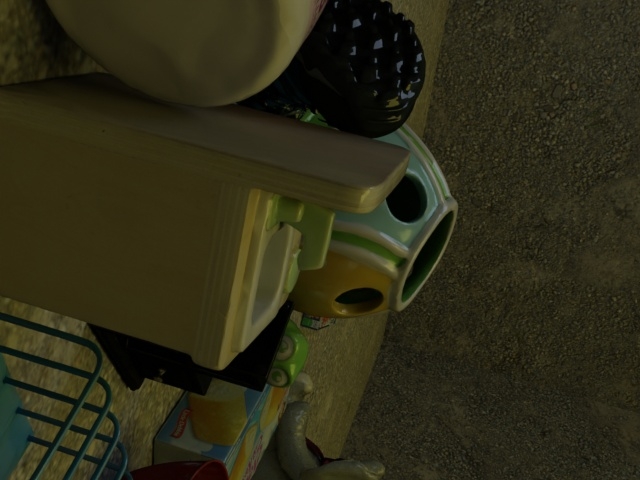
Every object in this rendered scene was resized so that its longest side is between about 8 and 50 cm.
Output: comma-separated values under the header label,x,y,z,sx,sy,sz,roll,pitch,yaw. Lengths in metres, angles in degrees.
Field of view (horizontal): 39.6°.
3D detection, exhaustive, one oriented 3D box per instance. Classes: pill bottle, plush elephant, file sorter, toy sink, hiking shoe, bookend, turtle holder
label,x,y,z,sx,sy,sz,roll,pitch,yaw
pill bottle,-0.045,-0.239,0.589,0.169,0.169,0.301,94,15,-48
plush elephant,-0.001,0.428,1.547,0.330,0.255,0.272,-59,161,-57
file sorter,-0.189,0.139,0.552,0.170,0.104,0.118,93,15,-48
toy sink,-0.077,-0.013,0.563,0.153,0.234,0.131,-48,151,-70
hiking shoe,-0.010,-0.141,0.724,0.304,0.113,0.132,-123,-141,-51
bookend,-0.104,0.097,0.796,0.157,0.156,0.072,88,20,-61
turtle holder,0.007,-0.017,0.980,0.320,0.227,0.243,-39,152,-50

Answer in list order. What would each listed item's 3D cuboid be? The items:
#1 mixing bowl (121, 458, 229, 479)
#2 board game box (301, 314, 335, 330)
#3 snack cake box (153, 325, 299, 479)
label,x,y,z,sx,sy,sz,roll,pitch,yaw
mixing bowl,-0.168,0.293,0.874,0.181,0.098,0.181,11,90,-75
board game box,0.013,0.104,1.770,0.201,0.035,0.136,5,100,-80
snack cake box,-0.115,0.228,1.118,0.264,0.089,0.152,-59,161,-55
